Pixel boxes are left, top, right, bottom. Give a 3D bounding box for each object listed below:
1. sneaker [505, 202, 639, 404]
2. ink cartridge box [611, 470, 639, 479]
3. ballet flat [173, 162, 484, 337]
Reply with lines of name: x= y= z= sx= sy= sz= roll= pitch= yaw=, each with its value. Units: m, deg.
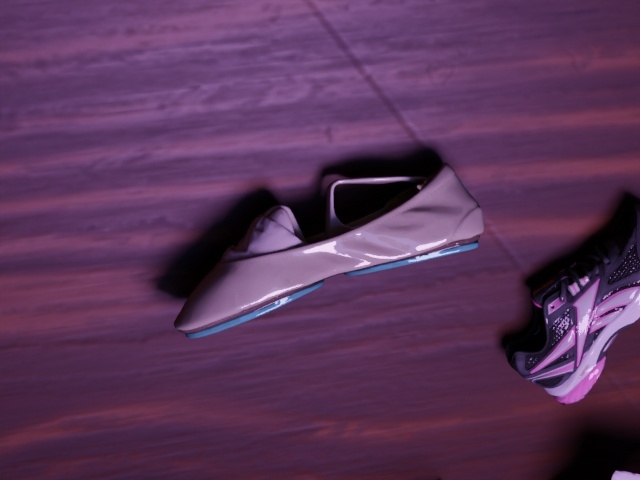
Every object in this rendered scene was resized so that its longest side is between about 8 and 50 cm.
sneaker: x=0.213 y=0.047 z=1.228 sx=0.077 sy=0.072 sz=0.178 roll=24 pitch=102 yaw=-14
ink cartridge box: x=0.323 y=0.404 z=1.320 sx=0.308 sy=0.091 sz=0.385 roll=14 pitch=91 yaw=-16
ballet flat: x=0.000 y=0.000 z=1.143 sx=0.248 sy=0.086 sz=0.086 roll=-18 pitch=119 yaw=-9
